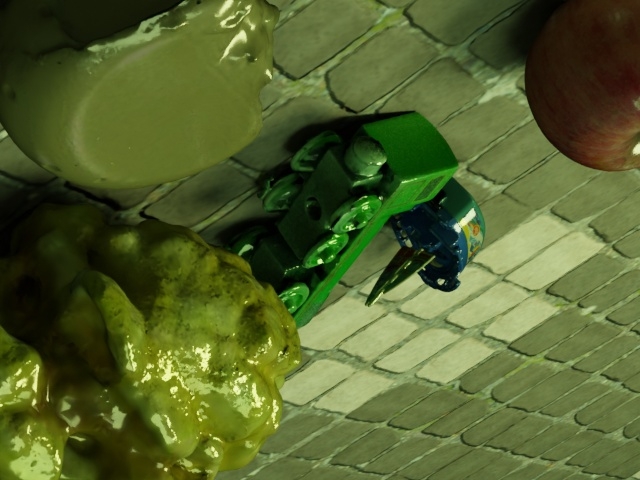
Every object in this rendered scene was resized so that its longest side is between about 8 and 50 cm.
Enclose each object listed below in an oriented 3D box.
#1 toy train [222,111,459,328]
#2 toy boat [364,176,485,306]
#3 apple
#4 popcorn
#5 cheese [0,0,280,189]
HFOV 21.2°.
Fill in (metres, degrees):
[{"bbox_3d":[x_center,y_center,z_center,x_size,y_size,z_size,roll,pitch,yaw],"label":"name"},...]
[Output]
[{"bbox_3d":[0.000,0.000,1.314,0.119,0.085,0.251,-17,155,-39],"label":"toy train"},{"bbox_3d":[0.074,0.013,1.389,0.110,0.091,0.175,-41,162,-9],"label":"toy boat"},{"bbox_3d":[0.220,-0.122,1.224,0.153,0.120,0.153,-16,157,-7],"label":"apple"},{"bbox_3d":[-0.146,0.079,1.186,0.250,0.235,0.241,-29,-160,-20],"label":"popcorn"},{"bbox_3d":[-0.103,-0.101,1.004,0.175,0.091,0.202,-25,157,-1],"label":"cheese"}]
